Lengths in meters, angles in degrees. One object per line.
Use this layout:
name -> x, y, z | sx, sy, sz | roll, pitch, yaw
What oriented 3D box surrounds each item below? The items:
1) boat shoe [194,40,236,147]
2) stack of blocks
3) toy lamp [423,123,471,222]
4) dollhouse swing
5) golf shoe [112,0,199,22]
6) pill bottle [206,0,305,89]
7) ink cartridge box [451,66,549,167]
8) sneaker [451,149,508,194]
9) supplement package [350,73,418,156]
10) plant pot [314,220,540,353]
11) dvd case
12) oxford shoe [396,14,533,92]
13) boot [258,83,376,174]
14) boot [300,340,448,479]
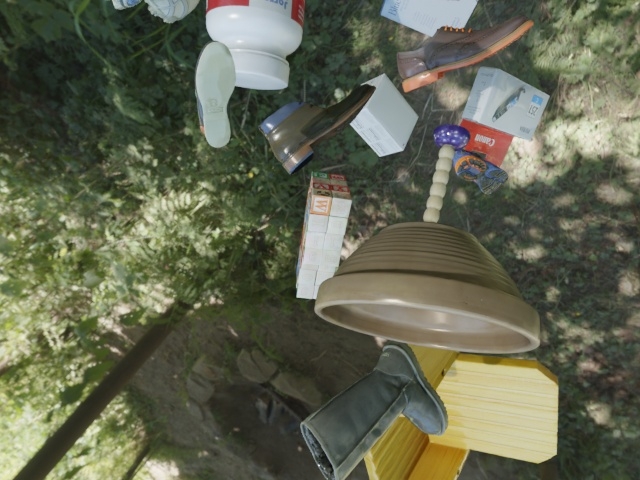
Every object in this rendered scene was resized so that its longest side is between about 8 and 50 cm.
boat shoe -> -0.136, -0.188, 0.525 | 0.049, 0.043, 0.137 | -8, 137, -19
stack of blocks -> 0.000, 0.000, 1.015 | 0.087, 0.171, 0.298 | 7, 117, -6
toy lamp -> 0.212, -0.075, 0.758 | 0.080, 0.275, 0.080 | 17, 168, 4
dollhouse swing -> 0.307, 0.431, 0.878 | 0.304, 0.315, 0.347 | 9, 123, 40
golf shoe -> -0.133, -0.247, 0.370 | 0.085, 0.176, 0.069 | -13, 116, 15
pill bottle -> -0.148, -0.584, 0.959 | 0.228, 0.229, 0.408 | 9, 100, 25
ink cartridge box -> 0.514, -0.326, 1.183 | 0.066, 0.296, 0.261 | 38, 119, 46
sneaker -> 0.441, -0.199, 1.131 | 0.221, 0.087, 0.083 | 21, 128, -38
supplement package -> 0.267, -0.535, 1.768 | 0.261, 0.204, 0.145 | 40, 156, -31
plant pot -> 0.118, 0.051, 0.467 | 0.237, 0.110, 0.237 | 11, 161, 4
dvd case -> 0.309, -0.680, 1.158 | 0.252, 0.022, 0.180 | 24, 150, 1
oxford shoe -> 0.286, -0.404, 0.842 | 0.271, 0.097, 0.099 | -17, 104, 26
boot -> -0.007, -0.230, 0.736 | 0.219, 0.082, 0.106 | -42, 91, 1
boot -> 0.087, 0.272, 0.599 | 0.076, 0.208, 0.190 | -26, 98, 48
